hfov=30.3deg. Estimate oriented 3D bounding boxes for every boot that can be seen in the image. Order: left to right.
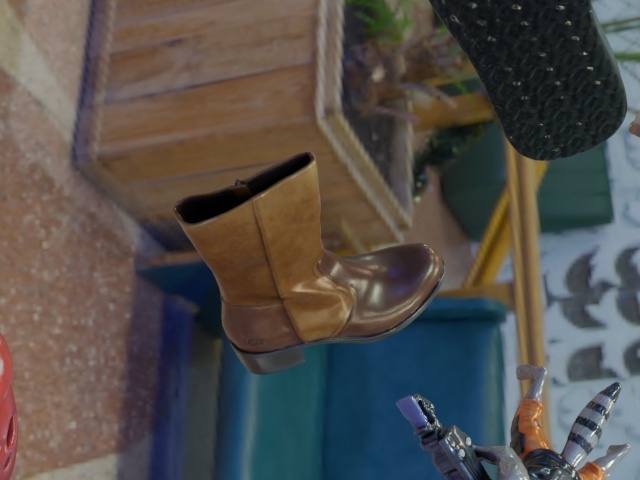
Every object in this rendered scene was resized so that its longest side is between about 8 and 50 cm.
[{"bbox_3d":[0.000,0.000,1.244,0.280,0.264,0.096,76,-4,-49],"label":"boot"}]

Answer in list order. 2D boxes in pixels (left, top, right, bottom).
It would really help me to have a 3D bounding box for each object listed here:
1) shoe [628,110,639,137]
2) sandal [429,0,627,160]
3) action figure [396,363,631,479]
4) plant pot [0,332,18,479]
[{"bbox_3d":[0.458,-0.100,1.332,0.058,0.219,0.076,-64,176,11],"label":"shoe"},{"bbox_3d":[0.178,-0.245,1.099,0.446,0.167,0.107,62,15,-50],"label":"sandal"},{"bbox_3d":[0.274,0.297,1.610,0.341,0.178,0.330,50,45,-10],"label":"action figure"},{"bbox_3d":[-0.391,0.162,1.148,0.191,0.191,0.174,-77,-179,-48],"label":"plant pot"}]
